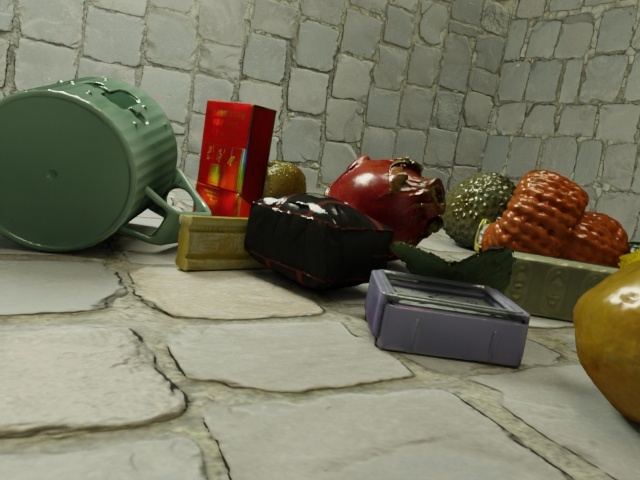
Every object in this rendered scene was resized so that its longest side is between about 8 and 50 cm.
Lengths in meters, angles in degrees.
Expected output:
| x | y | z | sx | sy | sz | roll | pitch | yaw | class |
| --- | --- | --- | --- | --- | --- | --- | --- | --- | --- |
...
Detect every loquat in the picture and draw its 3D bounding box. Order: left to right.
| x | y | z | sx | sy | sz | roll | pitch | yaw | class |
| --- | --- | --- | --- | --- | --- | --- | --- | --- | --- |
| 0.367 | 0.111 | 0.541 | 0.187 | 0.176 | 0.234 | 54 | 3 | 15 | loquat |

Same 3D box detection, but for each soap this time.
| x | y | z | sx | sy | sz | roll | pitch | yaw | class |
| --- | --- | --- | --- | --- | --- | --- | --- | --- | --- |
| -0.137 | 0.004 | 0.942 | 0.252 | 0.092 | 0.037 | 0 | 9 | -42 | soap |

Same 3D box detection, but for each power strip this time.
| x | y | z | sx | sy | sz | roll | pitch | yaw | class |
| --- | --- | --- | --- | --- | --- | --- | --- | --- | --- |
| 0.419 | 0.083 | 0.934 | 0.256 | 0.105 | 0.070 | 9 | 11 | 0 | power strip |

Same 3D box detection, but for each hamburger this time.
| x | y | z | sx | sy | sz | roll | pitch | yaw | class |
| --- | --- | --- | --- | --- | --- | --- | --- | --- | --- |
| -0.117 | -0.127 | 1.468 | 0.122 | 0.190 | 0.215 | 25 | 6 | 36 | hamburger |

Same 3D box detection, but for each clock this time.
| x | y | z | sx | sy | sz | roll | pitch | yaw | class |
| --- | --- | --- | --- | --- | --- | --- | --- | --- | --- |
| 0.162 | 0.100 | 0.706 | 0.193 | 0.073 | 0.145 | 9 | 9 | -3 | clock |

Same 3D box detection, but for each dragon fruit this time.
| x | y | z | sx | sy | sz | roll | pitch | yaw | class |
| --- | --- | --- | --- | --- | --- | --- | --- | --- | --- |
| 0.124 | -0.060 | 1.146 | 0.315 | 0.250 | 0.250 | 21 | 15 | 42 | dragon fruit |

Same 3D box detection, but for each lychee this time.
| x | y | z | sx | sy | sz | roll | pitch | yaw | class |
| --- | --- | --- | --- | --- | --- | --- | --- | --- | --- |
| 0.501 | -0.090 | 1.624 | 0.255 | 0.274 | 0.255 | -2 | 37 | 2 | lychee |

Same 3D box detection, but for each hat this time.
| x | y | z | sx | sy | sz | roll | pitch | yaw | class |
| --- | --- | --- | --- | --- | --- | --- | --- | --- | --- |
| 0.587 | 0.033 | 1.216 | 0.400 | 0.285 | 0.285 | 39 | 18 | 13 | hat |

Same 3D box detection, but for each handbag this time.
| x | y | z | sx | sy | sz | roll | pitch | yaw | class |
| --- | --- | --- | --- | --- | --- | --- | --- | --- | --- |
| 0.000 | 0.000 | 0.896 | 0.215 | 0.155 | 0.169 | 19 | 8 | 42 | handbag |

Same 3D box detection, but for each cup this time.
| x | y | z | sx | sy | sz | roll | pitch | yaw | class |
| --- | --- | --- | --- | --- | --- | --- | --- | --- | --- |
| -0.407 | -0.150 | 1.006 | 0.400 | 0.310 | 0.392 | 5 | 15 | -11 | cup |

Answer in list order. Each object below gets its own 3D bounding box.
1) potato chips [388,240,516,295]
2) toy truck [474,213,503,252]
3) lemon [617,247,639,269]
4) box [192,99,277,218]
| x | y | z | sx | sy | sz | roll | pitch | yaw | class |
| --- | --- | --- | --- | --- | --- | --- | --- | --- | --- |
| 0.210 | 0.052 | 0.812 | 0.228 | 0.167 | 0.059 | 5 | 53 | -12 | potato chips |
| 0.566 | 0.014 | 1.416 | 0.285 | 0.136 | 0.111 | 15 | -10 | 26 | toy truck |
| 0.661 | 0.080 | 0.970 | 0.206 | 0.174 | 0.173 | 27 | 19 | 39 | lemon |
| -0.230 | -0.197 | 1.364 | 0.197 | 0.314 | 0.089 | 17 | 12 | 40 | box |
